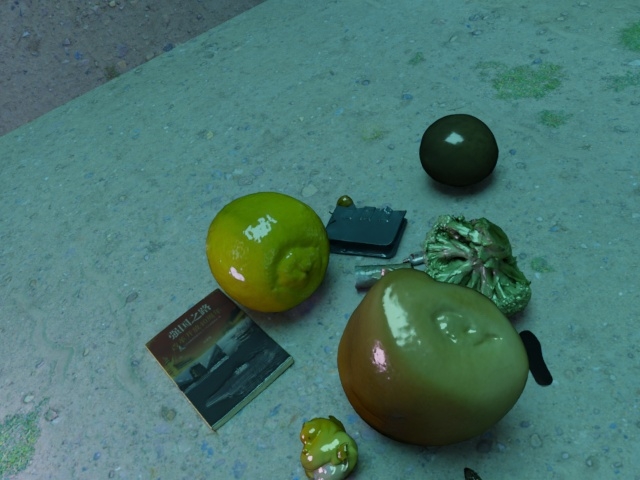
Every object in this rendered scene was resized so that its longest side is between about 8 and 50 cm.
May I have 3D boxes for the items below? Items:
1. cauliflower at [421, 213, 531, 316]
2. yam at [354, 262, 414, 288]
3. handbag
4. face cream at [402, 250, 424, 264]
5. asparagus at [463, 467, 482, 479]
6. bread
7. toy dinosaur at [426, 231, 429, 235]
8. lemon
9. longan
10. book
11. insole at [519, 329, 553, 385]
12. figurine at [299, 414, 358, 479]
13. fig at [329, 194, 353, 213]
[{"bbox_3d":[0.386,0.040,1.435,0.274,0.250,0.273,16,52,5],"label":"cauliflower"},{"bbox_3d":[0.170,0.096,1.590,0.169,0.068,0.068,-5,45,16],"label":"yam"},{"bbox_3d":[0.131,-0.035,1.742,0.229,0.062,0.179,5,46,24],"label":"handbag"},{"bbox_3d":[0.269,0.048,1.635,0.083,0.021,0.040,-17,43,3],"label":"face cream"},{"bbox_3d":[0.328,0.513,1.146,0.036,0.030,0.165,-35,45,-2],"label":"asparagus"},{"bbox_3d":[0.202,0.260,1.189,0.347,0.376,0.253,29,62,1],"label":"bread"},{"bbox_3d":[0.336,0.029,1.611,0.055,0.049,0.154,-30,52,-4],"label":"toy dinosaur"},{"bbox_3d":[-0.144,0.026,1.588,0.347,0.348,0.348,-10,44,10],"label":"lemon"},{"bbox_3d":[0.418,-0.273,1.772,0.248,0.248,0.248,-10,44,10],"label":"longan"},{"bbox_3d":[-0.278,0.299,1.573,0.262,0.028,0.373,-40,47,-18],"label":"book"},{"bbox_3d":[0.491,0.268,1.353,0.053,0.002,0.153,-16,43,4],"label":"insole"},{"bbox_3d":[0.027,0.483,1.225,0.156,0.131,0.247,-40,48,38],"label":"figurine"},{"bbox_3d":[0.063,-0.108,1.846,0.083,0.050,0.050,-35,44,3],"label":"fig"}]
